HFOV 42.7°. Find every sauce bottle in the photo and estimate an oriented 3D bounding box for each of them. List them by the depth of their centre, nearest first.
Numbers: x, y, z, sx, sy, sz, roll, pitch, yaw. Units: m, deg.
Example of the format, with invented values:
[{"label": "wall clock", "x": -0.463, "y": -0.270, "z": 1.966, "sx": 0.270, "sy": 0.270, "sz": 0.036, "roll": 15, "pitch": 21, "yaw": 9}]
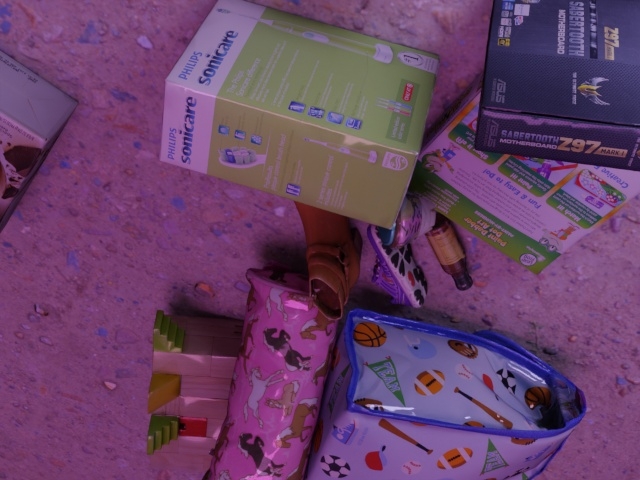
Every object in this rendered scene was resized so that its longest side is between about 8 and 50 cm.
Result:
[{"label": "sauce bottle", "x": 0.186, "y": 0.019, "z": 1.177, "sx": 0.042, "sy": 0.042, "sz": 0.128, "roll": -12, "pitch": 129, "yaw": 25}]

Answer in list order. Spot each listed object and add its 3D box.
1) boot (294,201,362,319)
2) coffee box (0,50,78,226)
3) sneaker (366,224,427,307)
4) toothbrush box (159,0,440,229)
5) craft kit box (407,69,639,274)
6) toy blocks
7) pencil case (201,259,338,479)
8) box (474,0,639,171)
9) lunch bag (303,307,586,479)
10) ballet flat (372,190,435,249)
[{"label": "boot", "x": 0.000, "y": 0.000, "z": 1.136, "sx": 0.073, "sy": 0.152, "sz": 0.197, "roll": -18, "pitch": 124, "yaw": 29}, {"label": "coffee box", "x": -0.501, "y": -0.120, "z": 1.182, "sx": 0.168, "sy": 0.119, "sz": 0.297, "roll": 33, "pitch": 126, "yaw": -14}, {"label": "sneaker", "x": 0.100, "y": 0.041, "z": 1.207, "sx": 0.071, "sy": 0.068, "sz": 0.170, "roll": -5, "pitch": 130, "yaw": 28}, {"label": "toothbrush box", "x": -0.020, "y": -0.157, "z": 0.963, "sx": 0.283, "sy": 0.206, "sz": 0.122, "roll": 17, "pitch": 134, "yaw": 0}, {"label": "craft kit box", "x": 0.264, "y": -0.096, "z": 1.041, "sx": 0.249, "sy": 0.061, "sz": 0.247, "roll": 32, "pitch": 130, "yaw": -13}, {"label": "toy blocks", "x": -0.162, "y": 0.280, "z": 1.445, "sx": 0.260, "sy": 0.191, "sz": 0.381, "roll": 6, "pitch": 124, "yaw": -6}, {"label": "pencil case", "x": -0.075, "y": 0.232, "z": 1.246, "sx": 0.167, "sy": 0.160, "sz": 0.386, "roll": 16, "pitch": 96, "yaw": 19}, {"label": "box", "x": 0.261, "y": -0.175, "z": 0.845, "sx": 0.183, "sy": 0.233, "sz": 0.059, "roll": 9, "pitch": 139, "yaw": 8}, {"label": "lunch bag", "x": 0.178, "y": 0.305, "z": 1.299, "sx": 0.385, "sy": 0.239, "sz": 0.328, "roll": 12, "pitch": 132, "yaw": -9}, {"label": "ballet flat", "x": 0.102, "y": -0.037, "z": 1.058, "sx": 0.079, "sy": 0.221, "sz": 0.077, "roll": 9, "pitch": 100, "yaw": -12}]
